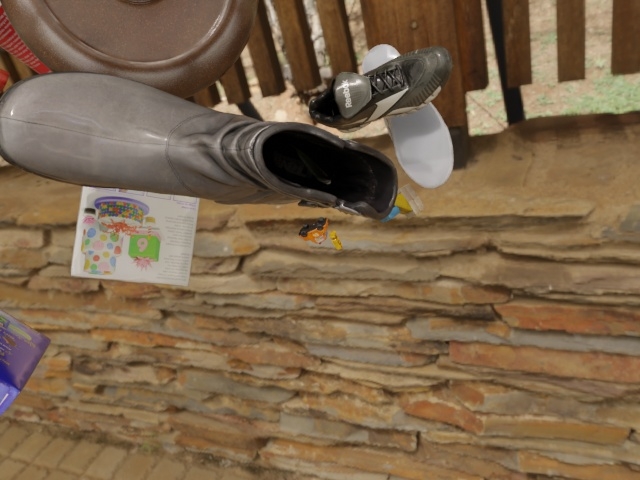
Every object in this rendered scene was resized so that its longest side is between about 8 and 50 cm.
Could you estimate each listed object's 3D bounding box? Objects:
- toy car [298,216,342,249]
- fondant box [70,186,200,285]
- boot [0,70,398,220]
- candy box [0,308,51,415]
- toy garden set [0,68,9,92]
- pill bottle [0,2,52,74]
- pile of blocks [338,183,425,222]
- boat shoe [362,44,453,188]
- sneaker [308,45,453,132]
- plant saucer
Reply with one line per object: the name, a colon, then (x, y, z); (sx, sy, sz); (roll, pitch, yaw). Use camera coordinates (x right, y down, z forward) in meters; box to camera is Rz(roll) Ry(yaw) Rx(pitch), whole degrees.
toy car: (0.000, 0.000, 0.909); (0.060, 0.040, 0.122); (-29, 23, 0)
fondant box: (-0.392, -0.076, 1.149); (0.238, 0.330, 0.096); (8, -4, -27)
boot: (-0.104, -0.090, 0.495); (0.338, 0.118, 0.223); (2, 8, -35)
candy box: (-0.591, 0.164, 0.821); (0.122, 0.268, 0.317); (-54, 17, -10)
toy garden set: (-0.491, -0.254, 0.634); (0.049, 0.204, 0.244); (-56, 40, 13)
pill bottle: (-0.792, -0.609, 1.435); (0.229, 0.408, 0.229); (-19, 54, 29)
pile of blocks: (0.098, -0.113, 1.402); (0.113, 0.362, 0.149); (-26, 47, 60)
boat shoe: (0.154, -0.204, 0.886); (0.095, 0.258, 0.084); (-22, -9, 18)
sneaker: (0.074, -0.212, 0.763); (0.234, 0.078, 0.106); (-14, -3, 43)
plant saucer: (-0.222, -0.323, 0.633); (0.311, 0.310, 0.050); (-22, 15, -15)
